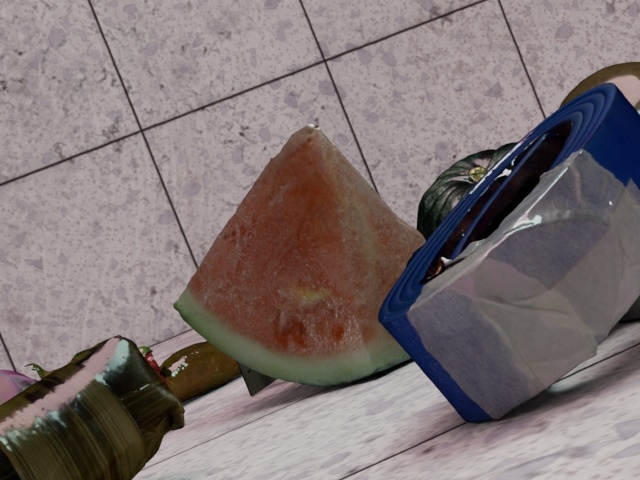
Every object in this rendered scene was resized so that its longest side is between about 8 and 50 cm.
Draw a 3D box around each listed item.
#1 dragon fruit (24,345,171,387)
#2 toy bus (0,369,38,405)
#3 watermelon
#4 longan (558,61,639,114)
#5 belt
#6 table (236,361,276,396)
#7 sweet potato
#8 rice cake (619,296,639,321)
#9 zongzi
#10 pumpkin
[{"bbox_3d":[-0.297,0.203,1.801,0.235,0.137,0.135,-13,-6,4],"label":"dragon fruit"},{"bbox_3d":[-0.520,0.273,1.989,0.386,0.171,0.162,-20,0,42],"label":"toy bus"},{"bbox_3d":[-0.015,0.040,1.604,0.250,0.292,0.283,-49,37,-6],"label":"watermelon"},{"bbox_3d":[0.489,-0.173,2.288,0.246,0.215,0.246,-7,-24,-3],"label":"longan"},{"bbox_3d":[0.183,0.000,1.178,0.212,0.117,0.347,-35,9,40],"label":"belt"},{"bbox_3d":[0.000,0.123,1.826,0.146,0.062,0.175,-20,4,32],"label":"table"},{"bbox_3d":[-0.187,0.187,2.022,0.077,0.077,0.243,-20,1,44],"label":"sweet potato"},{"bbox_3d":[0.273,0.033,1.265,0.056,0.073,0.365,-25,1,-19],"label":"rice cake"},{"bbox_3d":[-0.295,0.235,1.401,0.286,0.134,0.288,-29,-8,-33],"label":"zongzi"},{"bbox_3d":[0.219,-0.019,1.708,0.220,0.162,0.220,-26,24,13],"label":"pumpkin"}]
